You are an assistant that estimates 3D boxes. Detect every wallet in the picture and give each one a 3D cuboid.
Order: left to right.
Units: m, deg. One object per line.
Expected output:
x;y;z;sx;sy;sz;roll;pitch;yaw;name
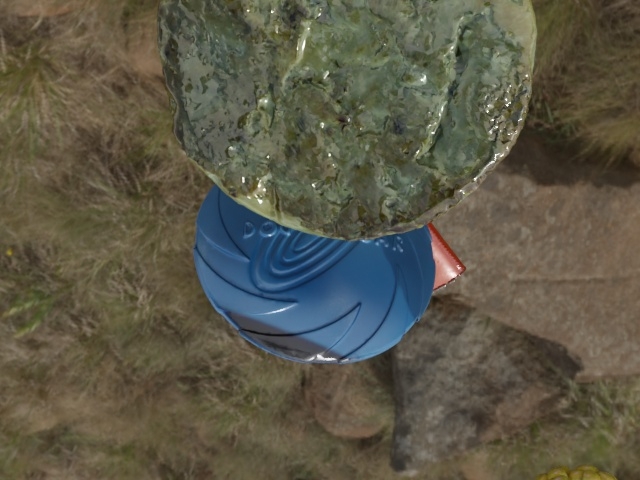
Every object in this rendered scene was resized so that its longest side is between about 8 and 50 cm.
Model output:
0.131;0.007;1.132;0.142;0.045;0.204;-32;110;24;wallet

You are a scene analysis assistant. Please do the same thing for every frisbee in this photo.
0.000;0.000;0.644;0.242;0.242;0.045;17;148;-2;frisbee

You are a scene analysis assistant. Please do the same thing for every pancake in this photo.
0.005;-0.109;0.435;0.253;0.037;0.254;8;116;17;pancake

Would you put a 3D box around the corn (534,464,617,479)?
0.209;0.256;0.538;0.093;0.093;0.244;-4;142;19;corn
